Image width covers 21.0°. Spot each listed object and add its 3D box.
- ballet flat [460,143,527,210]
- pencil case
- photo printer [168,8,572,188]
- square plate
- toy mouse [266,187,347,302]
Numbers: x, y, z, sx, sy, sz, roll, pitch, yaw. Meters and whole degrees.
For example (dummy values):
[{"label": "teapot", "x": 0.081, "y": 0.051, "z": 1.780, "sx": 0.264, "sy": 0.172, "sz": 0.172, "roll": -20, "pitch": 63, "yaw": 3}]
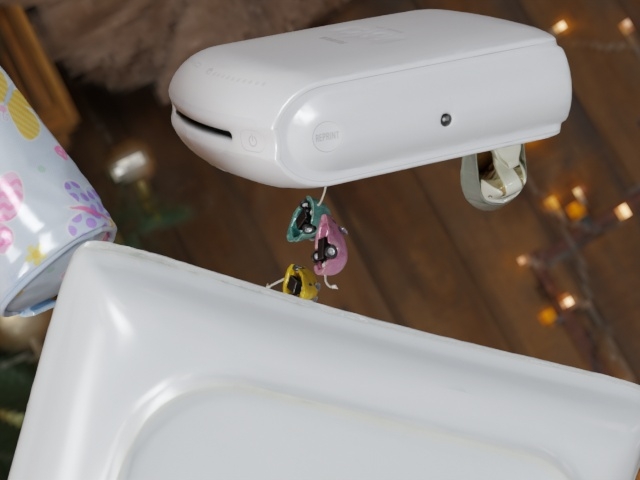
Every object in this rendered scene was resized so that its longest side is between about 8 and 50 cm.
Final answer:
[{"label": "ballet flat", "x": 0.182, "y": -0.083, "z": 1.778, "sx": 0.072, "sy": 0.068, "sz": 0.213, "roll": -25, "pitch": 142, "yaw": -10}, {"label": "pencil case", "x": -0.278, "y": -0.071, "z": 1.345, "sx": 0.124, "sy": 0.273, "sz": 0.113, "roll": -44, "pitch": 170, "yaw": 27}, {"label": "photo printer", "x": 0.028, "y": -0.129, "z": 1.540, "sx": 0.307, "sy": 0.107, "sz": 0.256, "roll": -13, "pitch": -162, "yaw": -23}, {"label": "square plate", "x": -0.008, "y": 0.208, "z": 0.883, "sx": 0.344, "sy": 0.347, "sz": 0.049, "roll": 16, "pitch": -177, "yaw": -21}, {"label": "toy mouse", "x": 0.000, "y": 0.000, "z": 1.771, "sx": 0.031, "sy": 0.143, "sz": 0.161, "roll": 11, "pitch": -173, "yaw": -23}]
